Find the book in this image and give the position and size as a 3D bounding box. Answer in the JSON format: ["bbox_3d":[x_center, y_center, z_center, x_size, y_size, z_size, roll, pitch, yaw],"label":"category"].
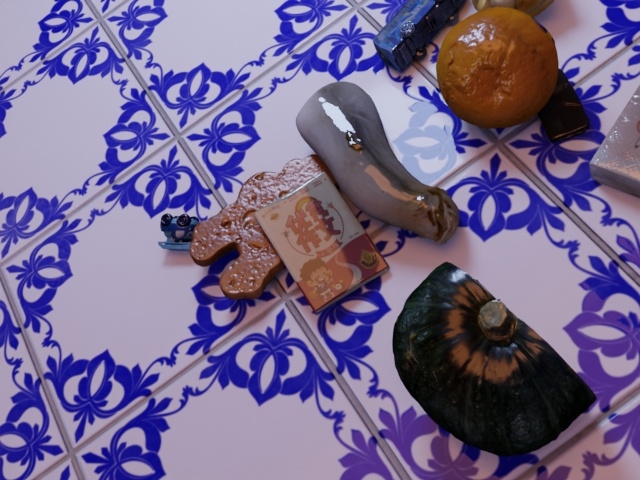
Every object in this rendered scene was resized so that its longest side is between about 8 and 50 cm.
[{"bbox_3d":[0.000,0.000,1.345,0.162,0.022,0.231,-30,72,-8],"label":"book"}]

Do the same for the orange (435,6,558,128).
[{"bbox_3d":[0.322,-0.315,1.320,0.219,0.219,0.193,-25,19,6],"label":"orange"}]

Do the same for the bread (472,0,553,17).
[{"bbox_3d":[0.375,-0.578,1.479,0.173,0.121,0.311,-13,62,9],"label":"bread"}]

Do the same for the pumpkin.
[{"bbox_3d":[0.231,0.194,1.073,0.197,0.263,0.293,-47,57,-2],"label":"pumpkin"}]

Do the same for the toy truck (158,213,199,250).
[{"bbox_3d":[-0.262,-0.016,1.464,0.136,0.063,0.074,0,85,18],"label":"toy truck"}]

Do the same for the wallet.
[{"bbox_3d":[0.446,-0.258,1.358,0.082,0.018,0.156,-18,60,11],"label":"wallet"}]

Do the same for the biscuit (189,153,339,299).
[{"bbox_3d":[-0.096,-0.037,1.410,0.202,0.047,0.334,41,78,22],"label":"biscuit"}]

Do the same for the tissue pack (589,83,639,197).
[{"bbox_3d":[0.622,-0.216,1.245,0.170,0.071,0.325,29,77,30],"label":"tissue pack"}]

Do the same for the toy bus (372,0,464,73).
[{"bbox_3d":[0.210,-0.462,1.511,0.236,0.079,0.094,-49,44,-8],"label":"toy bus"}]

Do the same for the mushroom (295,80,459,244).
[{"bbox_3d":[0.107,-0.141,1.354,0.178,0.126,0.397,-18,58,-21],"label":"mushroom"}]
